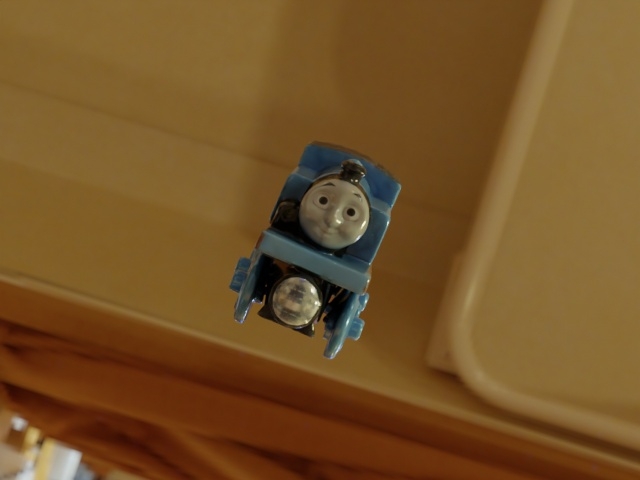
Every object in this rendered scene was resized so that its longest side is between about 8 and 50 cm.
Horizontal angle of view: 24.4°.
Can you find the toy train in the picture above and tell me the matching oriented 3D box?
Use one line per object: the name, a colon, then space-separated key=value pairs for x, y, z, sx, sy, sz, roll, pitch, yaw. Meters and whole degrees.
toy train: x=0.000 y=0.000 z=0.852 sx=0.184 sy=0.080 sz=0.105 roll=-62 pitch=173 yaw=-83
